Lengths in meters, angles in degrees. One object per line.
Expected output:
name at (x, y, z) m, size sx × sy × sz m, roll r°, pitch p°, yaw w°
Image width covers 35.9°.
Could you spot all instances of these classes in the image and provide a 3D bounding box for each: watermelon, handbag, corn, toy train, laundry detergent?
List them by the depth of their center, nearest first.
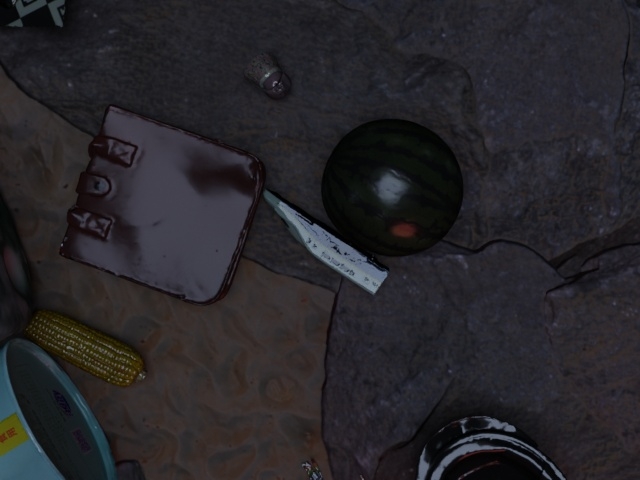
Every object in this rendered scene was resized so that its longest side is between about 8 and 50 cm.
laundry detergent at (-0.500, 0.340, 1.439) m, size 0.305 × 0.287 × 0.287 m, roll -31°, pitch 92°, yaw 0°
watermelon at (0.109, -0.078, 1.471) m, size 0.212 × 0.212 × 0.212 m, roll 0°, pitch 92°, yaw 0°
handbag at (-0.243, -0.050, 1.535) m, size 0.275 × 0.084 × 0.260 m, roll 20°, pitch 94°, yaw 0°
corn at (-0.366, 0.169, 1.545) m, size 0.207 × 0.068 × 0.068 m, roll 25°, pitch 91°, yaw 1°
toy train at (0.000, 0.000, 1.549) m, size 0.233 × 0.052 × 0.051 m, roll 33°, pitch 96°, yaw -1°

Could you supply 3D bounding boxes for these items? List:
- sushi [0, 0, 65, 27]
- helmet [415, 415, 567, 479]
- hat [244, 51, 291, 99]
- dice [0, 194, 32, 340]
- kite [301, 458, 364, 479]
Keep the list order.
sushi at (-0.490, -0.474, 1.534) m, size 0.263 × 0.050 × 0.290 m, roll 4°, pitch 94°, yaw 14°
helmet at (0.262, 0.407, 1.510) m, size 0.230 × 0.160 × 0.279 m, roll -30°, pitch 77°, yaw 0°
hat at (-0.078, -0.254, 1.551) m, size 0.058 × 0.042 × 0.087 m, roll -46°, pitch 57°, yaw -2°
dice at (-0.632, 0.027, 1.408) m, size 0.330 × 0.328 × 0.348 m, roll -19°, pitch 92°, yaw 0°
kite at (0.032, 0.462, 1.586) m, size 0.198 × 0.006 × 0.244 m, roll -32°, pitch 92°, yaw 1°
